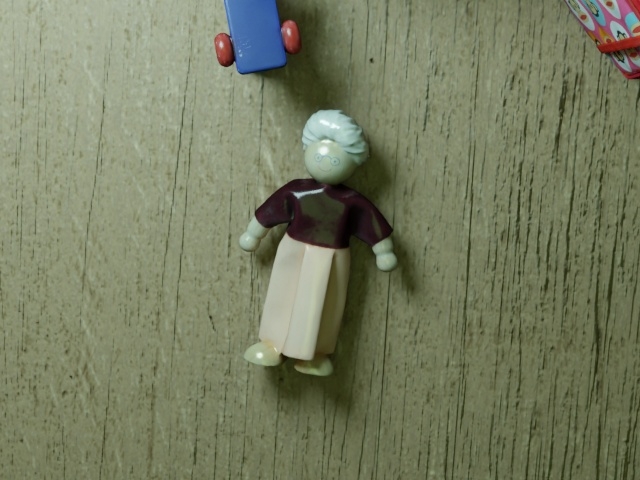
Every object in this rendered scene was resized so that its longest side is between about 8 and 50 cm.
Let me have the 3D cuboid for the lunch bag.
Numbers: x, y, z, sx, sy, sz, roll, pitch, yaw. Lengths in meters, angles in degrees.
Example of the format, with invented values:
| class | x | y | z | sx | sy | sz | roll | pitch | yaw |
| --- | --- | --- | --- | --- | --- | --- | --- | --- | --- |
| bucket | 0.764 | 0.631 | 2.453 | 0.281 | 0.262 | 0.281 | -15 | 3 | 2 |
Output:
| class | x | y | z | sx | sy | sz | roll | pitch | yaw |
| --- | --- | --- | --- | --- | --- | --- | --- | --- | --- |
| lunch bag | 0.373 | -0.290 | 1.554 | 0.120 | 0.293 | 0.258 | -36 | 93 | 4 |

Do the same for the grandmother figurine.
| class | x | y | z | sx | sy | sz | roll | pitch | yaw |
| --- | --- | --- | --- | --- | --- | --- | --- | --- | --- |
| grandmother figurine | 0.000 | 0.000 | 1.724 | 0.208 | 0.104 | 0.342 | 8 | 102 | -5 |

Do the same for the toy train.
| class | x | y | z | sx | sy | sz | roll | pitch | yaw |
| --- | --- | --- | --- | --- | --- | --- | --- | --- | --- |
| toy train | -0.095 | -0.330 | 1.666 | 0.105 | 0.143 | 0.248 | -11 | 92 | -2 |
